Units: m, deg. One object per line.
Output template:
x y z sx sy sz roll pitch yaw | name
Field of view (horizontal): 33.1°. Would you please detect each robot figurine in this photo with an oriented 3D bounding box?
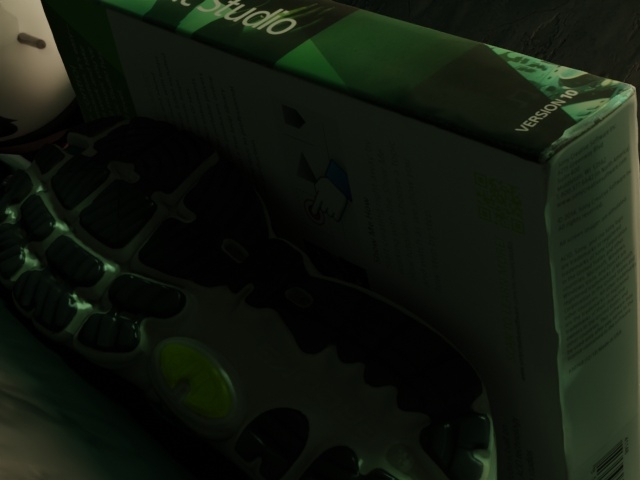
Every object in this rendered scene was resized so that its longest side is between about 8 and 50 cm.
-0.250 -0.151 0.837 0.278 0.209 0.174 -163 -130 -83 | robot figurine

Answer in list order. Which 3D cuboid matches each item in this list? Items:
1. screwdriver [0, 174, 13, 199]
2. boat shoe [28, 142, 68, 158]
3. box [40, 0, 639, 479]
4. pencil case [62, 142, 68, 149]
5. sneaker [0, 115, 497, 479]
-0.152 0.011 0.725 0.024 0.025 0.170 33 -11 49 | screwdriver
-0.278 -0.121 1.190 0.342 0.123 0.123 36 12 3 | boat shoe
0.000 0.000 0.503 0.322 0.058 0.232 26 -40 41 | box
-0.168 -0.044 1.096 0.209 0.098 0.095 35 -1 1 | pencil case
-0.042 0.046 0.458 0.275 0.107 0.110 40 -18 29 | sneaker
